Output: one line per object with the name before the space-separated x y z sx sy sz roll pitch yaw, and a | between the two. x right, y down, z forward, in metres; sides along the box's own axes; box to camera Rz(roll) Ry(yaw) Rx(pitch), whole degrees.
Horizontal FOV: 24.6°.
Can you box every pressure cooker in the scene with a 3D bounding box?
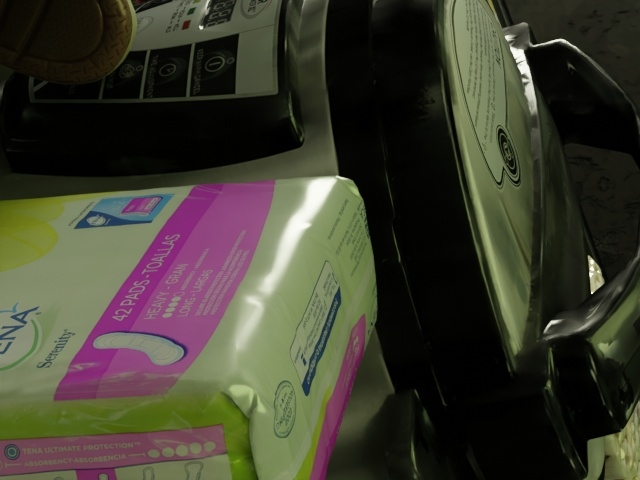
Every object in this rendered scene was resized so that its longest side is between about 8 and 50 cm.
pressure cooker | 0.010 0.021 0.913 0.375 0.420 0.370 21 57 -69

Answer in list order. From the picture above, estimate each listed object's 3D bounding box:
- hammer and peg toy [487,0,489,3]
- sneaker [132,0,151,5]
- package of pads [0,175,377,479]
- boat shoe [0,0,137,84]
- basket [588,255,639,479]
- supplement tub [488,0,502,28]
hammer and peg toy | 0.008 -0.201 1.206 0.266 0.127 0.361 28 72 -31
sneaker | -0.198 -0.283 1.083 0.112 0.121 0.299 -151 -141 -72
package of pads | -0.137 0.062 0.622 0.229 0.296 0.101 -66 149 -64
boat shoe | -0.202 -0.180 0.801 0.257 0.095 0.095 38 13 0
basket | 0.165 0.221 1.391 0.331 0.328 0.266 -71 140 -62
supplement tub | 0.131 -0.185 1.802 0.228 0.228 0.316 -85 154 -49
